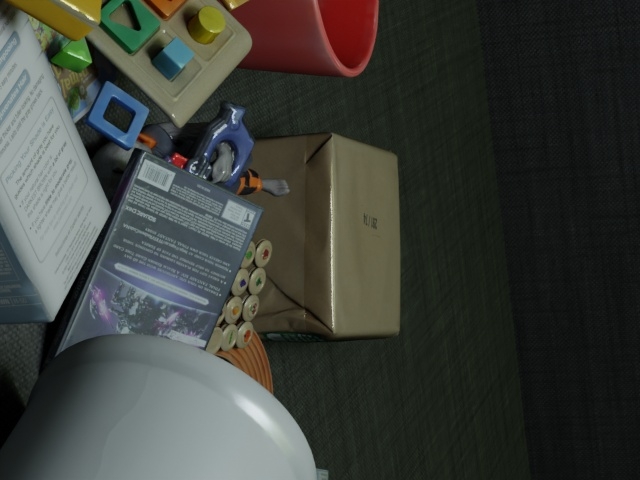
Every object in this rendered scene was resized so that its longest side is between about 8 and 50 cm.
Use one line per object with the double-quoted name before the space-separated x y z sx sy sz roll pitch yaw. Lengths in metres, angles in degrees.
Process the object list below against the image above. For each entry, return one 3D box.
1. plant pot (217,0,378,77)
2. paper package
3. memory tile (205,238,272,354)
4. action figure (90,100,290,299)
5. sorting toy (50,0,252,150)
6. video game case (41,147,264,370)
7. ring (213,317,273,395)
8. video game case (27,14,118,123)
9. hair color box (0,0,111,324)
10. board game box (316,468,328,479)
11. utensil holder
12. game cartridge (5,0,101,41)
"plant pot" -0.076 -0.348 2.088 0.275 0.243 0.275 -3 90 -68
"paper package" 0.000 0.000 2.349 0.325 0.168 0.309 9 79 -69
"memory tile" -0.106 0.070 1.952 0.113 0.012 0.148 -2 107 -58
"action figure" -0.196 -0.015 1.938 0.341 0.178 0.330 -58 145 -6
"sorting toy" -0.180 -0.258 1.830 0.196 0.047 0.347 46 51 -13
"video game case" -0.191 0.053 1.802 0.196 0.026 0.274 26 86 -41
"ring" -0.166 0.252 1.967 0.336 0.032 0.336 -21 116 -54
"video game case" -0.306 -0.229 1.776 0.212 0.023 0.193 -57 139 -57
"hair color box" -0.346 -0.114 1.532 0.185 0.114 0.374 -70 150 -48
"board game box" -0.074 0.480 2.229 0.319 0.066 0.318 31 58 -66
"utensil holder" -0.215 0.339 1.533 0.385 0.328 0.327 -64 145 -47
"game cartridge" -0.339 -0.371 1.451 0.324 0.053 0.285 28 46 -38
